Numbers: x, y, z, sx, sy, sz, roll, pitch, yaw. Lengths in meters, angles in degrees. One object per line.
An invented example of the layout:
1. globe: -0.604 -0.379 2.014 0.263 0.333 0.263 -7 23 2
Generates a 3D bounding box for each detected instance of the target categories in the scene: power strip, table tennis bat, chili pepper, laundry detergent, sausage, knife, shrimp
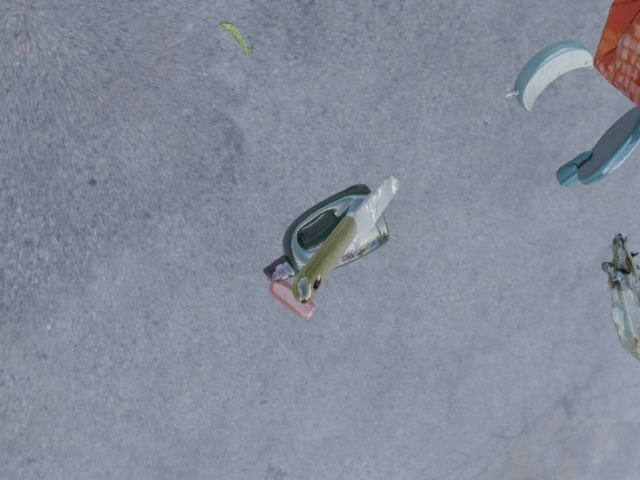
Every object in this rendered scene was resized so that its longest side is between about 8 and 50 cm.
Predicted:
1. power strip: 0.640 -0.469 1.544 0.253 0.054 0.167 -33 144 16
2. table tennis bat: 0.397 -0.123 0.783 0.033 0.201 0.124 35 77 5
3. chili pepper: -0.159 -0.386 1.037 0.017 0.030 0.083 -26 127 24
4. laundry detergent: 0.000 0.000 0.919 0.221 0.078 0.144 -26 135 -1
5. sausage: -0.082 0.169 1.593 0.062 0.154 0.062 -49 165 -18
6. knife: 0.037 -0.013 0.540 0.298 0.017 0.047 -50 136 -57
7. shrimp: 0.660 0.105 1.053 0.247 0.085 0.360 -44 110 -6

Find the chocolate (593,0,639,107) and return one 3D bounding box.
1. chocolate: 0.412 -0.217 0.537 0.107 0.237 0.235 -23 145 -6
